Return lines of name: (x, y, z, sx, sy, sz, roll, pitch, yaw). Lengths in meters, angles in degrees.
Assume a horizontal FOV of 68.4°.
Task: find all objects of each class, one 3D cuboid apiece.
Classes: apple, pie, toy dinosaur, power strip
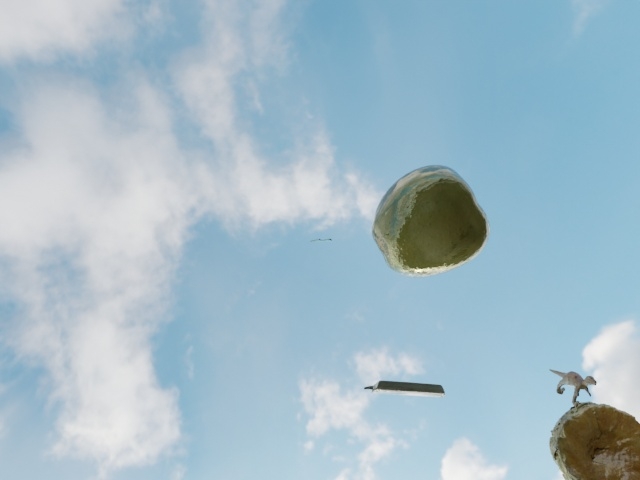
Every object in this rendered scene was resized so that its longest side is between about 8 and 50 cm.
apple: (0.336, -0.058, 1.467, 0.357, 0.357, 0.357, -5, -76, -22)
pie: (0.860, 0.641, 1.402, 0.339, 0.339, 0.083, -18, -45, -18)
toy dinosaur: (0.696, 0.378, 1.309, 0.039, 0.162, 0.126, 4, -58, -8)
power strip: (0.252, 0.447, 1.416, 0.252, 0.060, 0.027, 7, -122, -9)

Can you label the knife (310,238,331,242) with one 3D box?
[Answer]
knife: (0.000, 0.000, 1.409, 0.014, 0.091, 0.005, 37, -117, -33)
